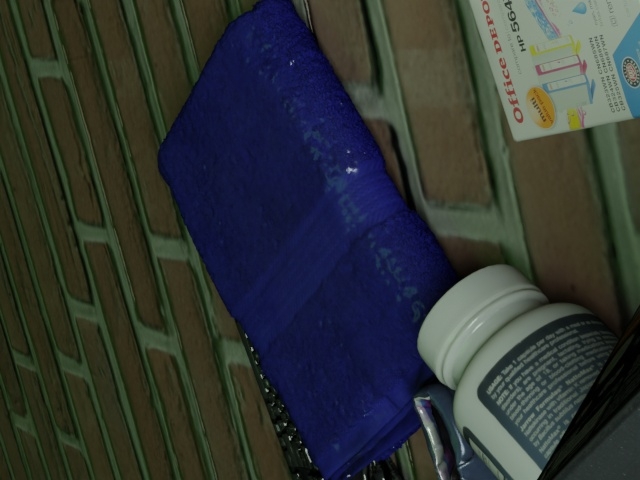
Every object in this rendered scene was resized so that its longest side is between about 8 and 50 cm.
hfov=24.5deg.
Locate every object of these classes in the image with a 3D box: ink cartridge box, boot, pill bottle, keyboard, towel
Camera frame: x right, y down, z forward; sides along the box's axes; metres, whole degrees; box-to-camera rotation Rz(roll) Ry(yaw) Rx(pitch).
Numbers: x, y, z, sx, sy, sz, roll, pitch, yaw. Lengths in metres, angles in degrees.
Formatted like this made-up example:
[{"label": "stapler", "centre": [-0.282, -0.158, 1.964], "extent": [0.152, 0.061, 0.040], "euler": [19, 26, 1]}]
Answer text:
[{"label": "ink cartridge box", "centre": [0.145, -0.107, 0.720], "extent": [0.143, 0.090, 0.092], "euler": [-9, 100, 62]}, {"label": "boot", "centre": [0.126, 0.168, 0.948], "extent": [0.069, 0.086, 0.190], "euler": [-31, 81, 62]}, {"label": "pill bottle", "centre": [0.140, 0.099, 0.852], "extent": [0.180, 0.108, 0.108], "euler": [49, 147, 34]}, {"label": "keyboard", "centre": [-0.010, 0.137, 1.237], "extent": [0.201, 0.033, 0.317], "euler": [-18, 93, 63]}, {"label": "towel", "centre": [0.000, 0.000, 1.083], "extent": [0.308, 0.076, 0.227], "euler": [60, 142, 18]}]

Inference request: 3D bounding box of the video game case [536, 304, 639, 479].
[{"label": "video game case", "centre": [0.182, -0.018, 0.558], "extent": [0.035, 0.248, 0.275], "euler": [34, 145, 6]}]
